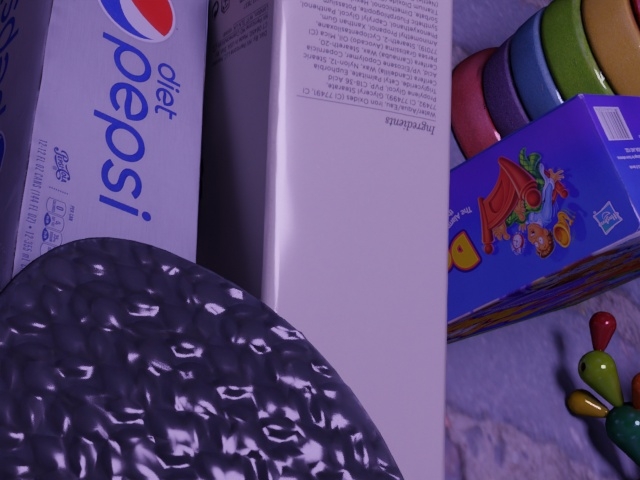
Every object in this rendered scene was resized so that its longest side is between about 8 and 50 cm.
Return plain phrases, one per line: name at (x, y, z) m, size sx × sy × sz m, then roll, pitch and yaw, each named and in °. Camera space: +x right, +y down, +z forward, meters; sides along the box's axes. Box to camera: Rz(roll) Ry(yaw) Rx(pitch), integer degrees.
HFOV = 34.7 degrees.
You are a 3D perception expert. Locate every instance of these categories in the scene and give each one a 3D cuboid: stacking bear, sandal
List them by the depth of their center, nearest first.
sandal at (0.001, 0.204, 0.392) m, size 0.168 × 0.107 × 0.445 m, roll -35°, pitch 90°, yaw -32°
stacking bear at (0.262, -0.150, 0.840) m, size 0.164 × 0.289 × 0.175 m, roll -6°, pitch 71°, yaw -49°

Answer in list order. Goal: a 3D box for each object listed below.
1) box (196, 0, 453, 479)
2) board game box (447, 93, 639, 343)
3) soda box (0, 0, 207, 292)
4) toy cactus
box at (0.000, 0.000, 0.535) m, size 0.113 × 0.094 × 0.275 m, roll 7°, pitch 82°, yaw -29°
board game box at (0.176, -0.008, 0.702) m, size 0.347 × 0.233 × 0.078 m, roll -8°, pitch 73°, yaw -49°
soda box at (-0.122, -0.058, 0.519) m, size 0.091 × 0.098 × 0.286 m, roll 23°, pitch 50°, yaw -35°
toy cactus at (0.276, 0.167, 0.828) m, size 0.219 × 0.112 × 0.180 m, roll 34°, pitch 64°, yaw -32°
